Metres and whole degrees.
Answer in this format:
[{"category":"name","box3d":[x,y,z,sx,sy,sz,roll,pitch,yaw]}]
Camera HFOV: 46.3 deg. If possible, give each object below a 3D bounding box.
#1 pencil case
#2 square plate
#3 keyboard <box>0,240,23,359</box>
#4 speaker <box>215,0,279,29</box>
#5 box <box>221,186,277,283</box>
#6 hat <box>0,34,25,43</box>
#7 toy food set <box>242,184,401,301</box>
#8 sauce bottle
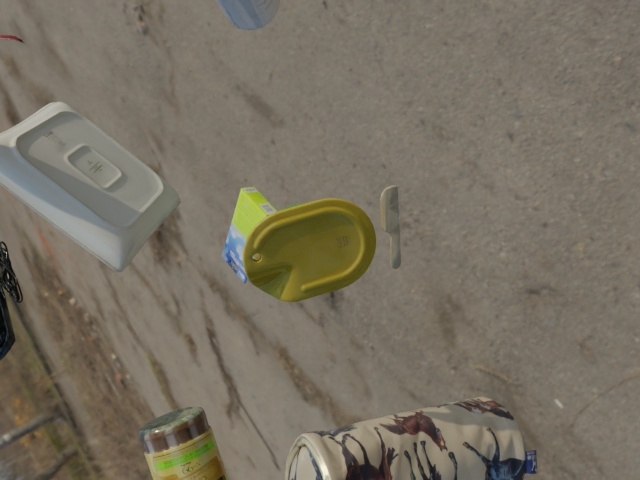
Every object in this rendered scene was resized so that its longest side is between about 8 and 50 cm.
[{"category":"pencil case","box3d":[0.135,0.355,1.138,0.160,0.410,0.184,-49,52,47]},{"category":"square plate","box3d":[-0.456,-0.129,1.471,0.344,0.347,0.049,39,115,-10]},{"category":"keyboard","box3d":[-0.457,0.081,1.064,0.100,0.038,0.192,-43,57,24]},{"category":"speaker","box3d":[-0.069,-0.220,0.615,0.055,0.055,0.136,58,-176,5]},{"category":"box","box3d":[-0.150,-0.010,1.591,0.109,0.042,0.178,46,130,36]},{"category":"hat","box3d":[-0.618,-0.294,1.148,0.183,0.208,0.173,45,-164,27]},{"category":"toy food set","box3d":[0.000,0.000,1.005,0.071,0.217,0.128,-123,20,-69]},{"category":"sauce bottle","box3d":[-0.175,0.433,1.150,0.111,0.111,0.345,-18,93,65]}]
